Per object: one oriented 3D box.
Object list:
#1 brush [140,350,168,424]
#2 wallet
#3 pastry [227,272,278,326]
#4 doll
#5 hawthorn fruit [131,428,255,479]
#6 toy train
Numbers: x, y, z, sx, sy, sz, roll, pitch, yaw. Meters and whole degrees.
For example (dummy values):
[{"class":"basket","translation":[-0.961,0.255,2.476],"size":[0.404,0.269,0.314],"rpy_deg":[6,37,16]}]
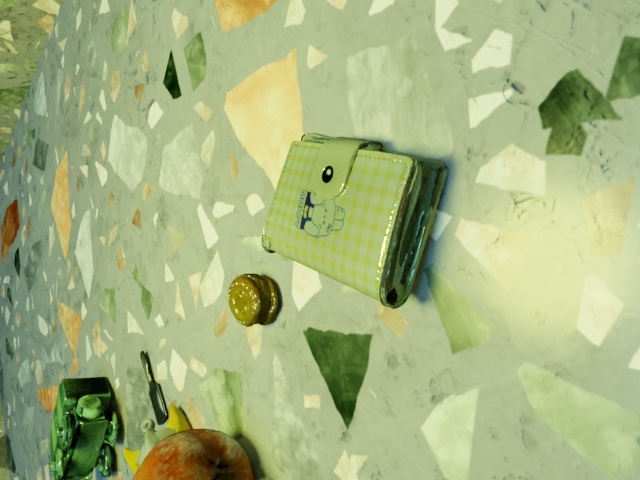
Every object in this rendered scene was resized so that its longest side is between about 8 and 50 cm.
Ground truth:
[{"class":"brush","translation":[-0.425,0.368,1.357],"size":[0.063,0.016,0.193],"rpy_deg":[-46,58,36]},{"class":"wallet","translation":[0.029,-0.047,0.823],"size":[0.309,0.077,0.223],"rpy_deg":[23,104,48]},{"class":"pastry","translation":[-0.127,0.111,1.003],"size":[0.109,0.057,0.097],"rpy_deg":[9,98,48]},{"class":"doll","translation":[-0.314,0.510,1.163],"size":[0.316,0.103,0.145],"rpy_deg":[42,104,31]},{"class":"hawthorn fruit","translation":[-0.238,0.481,0.975],"size":[0.231,0.235,0.263],"rpy_deg":[24,80,14]},{"class":"toy train","translation":[-0.680,0.545,1.544],"size":[0.238,0.167,0.299],"rpy_deg":[44,120,50]}]
